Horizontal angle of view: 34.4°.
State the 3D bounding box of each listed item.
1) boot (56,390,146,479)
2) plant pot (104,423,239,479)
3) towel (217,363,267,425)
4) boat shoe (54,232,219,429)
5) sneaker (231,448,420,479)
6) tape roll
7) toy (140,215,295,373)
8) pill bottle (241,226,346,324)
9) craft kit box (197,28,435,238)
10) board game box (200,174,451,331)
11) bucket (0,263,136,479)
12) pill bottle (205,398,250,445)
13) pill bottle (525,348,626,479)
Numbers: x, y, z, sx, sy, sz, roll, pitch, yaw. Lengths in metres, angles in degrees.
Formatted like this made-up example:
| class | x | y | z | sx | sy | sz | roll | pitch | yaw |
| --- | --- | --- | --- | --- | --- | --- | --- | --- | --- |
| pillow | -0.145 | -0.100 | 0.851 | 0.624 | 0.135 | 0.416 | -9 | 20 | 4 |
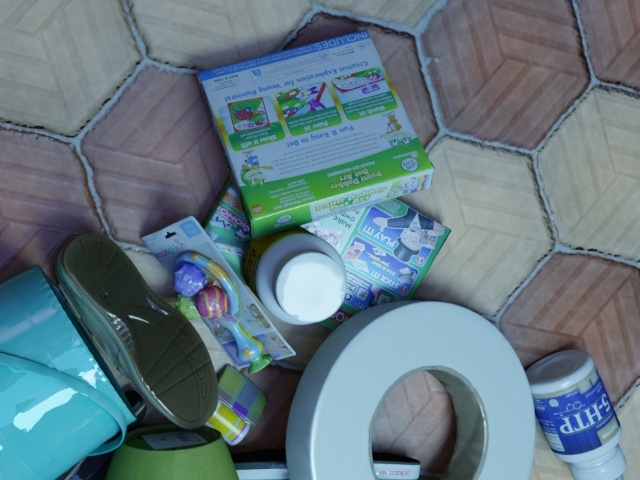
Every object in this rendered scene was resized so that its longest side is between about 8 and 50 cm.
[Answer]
| class | x | y | z | sx | sy | sz | roll | pitch | yaw |
| --- | --- | --- | --- | --- | --- | --- | --- | --- | --- |
| boot | -0.288 | 0.317 | 1.446 | 0.198 | 0.077 | 0.137 | -42 | 113 | 3 |
| plant pot | -0.195 | 0.402 | 1.372 | 0.275 | 0.275 | 0.293 | -1 | 94 | -12 |
| towel | -0.116 | 0.221 | 1.478 | 0.083 | 0.009 | 0.060 | 41 | 46 | -14 |
| boat shoe | -0.251 | 0.127 | 1.399 | 0.109 | 0.098 | 0.302 | -42 | 99 | -33 |
| sneaker | -0.003 | 0.397 | 1.489 | 0.296 | 0.124 | 0.178 | 5 | 87 | -14 |
| tape roll | 0.134 | 0.277 | 1.447 | 0.392 | 0.072 | 0.391 | 1 | 89 | -31 |
| toy | -0.152 | 0.088 | 1.402 | 0.237 | 0.137 | 0.056 | 52 | 50 | -16 |
| pill bottle | -0.032 | 0.044 | 1.339 | 0.118 | 0.208 | 0.117 | -2 | 98 | -12 |
| craft kit box | -0.010 | -0.147 | 1.376 | 0.250 | 0.061 | 0.246 | -16 | 60 | -10 |
| board game box | 0.000 | 0.000 | 1.472 | 0.317 | 0.046 | 0.213 | 29 | 91 | -14 |
| bucket | -0.371 | 0.177 | 1.306 | 0.183 | 0.281 | 0.281 | -33 | 103 | -11 |
| pill bottle | -0.144 | 0.252 | 1.474 | 0.083 | 0.043 | 0.043 | 42 | 87 | -15 |
| pill bottle | 0.388 | 0.270 | 1.558 | 0.112 | 0.112 | 0.186 | -28 | 102 | -8 |
